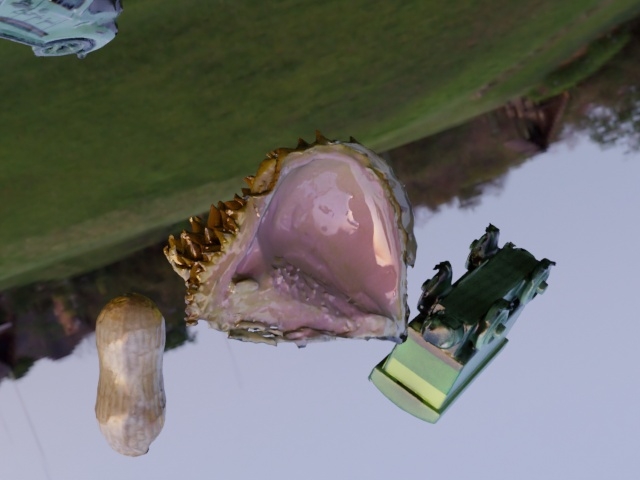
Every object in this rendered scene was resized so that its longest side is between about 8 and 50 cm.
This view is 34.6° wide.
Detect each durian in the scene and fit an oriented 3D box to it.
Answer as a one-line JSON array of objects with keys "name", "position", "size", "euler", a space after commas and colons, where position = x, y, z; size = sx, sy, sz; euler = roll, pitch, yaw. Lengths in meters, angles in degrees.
[{"name": "durian", "position": [-0.006, -0.011, 1.032], "size": [0.305, 0.196, 0.185], "euler": [11, -166, -34]}]

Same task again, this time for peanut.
[{"name": "peanut", "position": [-0.229, 0.163, 1.236], "size": [0.087, 0.207, 0.087], "euler": [2, -166, 0]}]

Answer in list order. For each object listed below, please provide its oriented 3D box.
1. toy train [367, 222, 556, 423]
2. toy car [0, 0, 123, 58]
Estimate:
[{"name": "toy train", "position": [0.198, 0.106, 1.385], "size": [0.301, 0.120, 0.202], "euler": [-31, 152, -55]}, {"name": "toy car", "position": [-0.234, -0.234, 0.811], "size": [0.125, 0.136, 0.306], "euler": [-12, 178, 19]}]
